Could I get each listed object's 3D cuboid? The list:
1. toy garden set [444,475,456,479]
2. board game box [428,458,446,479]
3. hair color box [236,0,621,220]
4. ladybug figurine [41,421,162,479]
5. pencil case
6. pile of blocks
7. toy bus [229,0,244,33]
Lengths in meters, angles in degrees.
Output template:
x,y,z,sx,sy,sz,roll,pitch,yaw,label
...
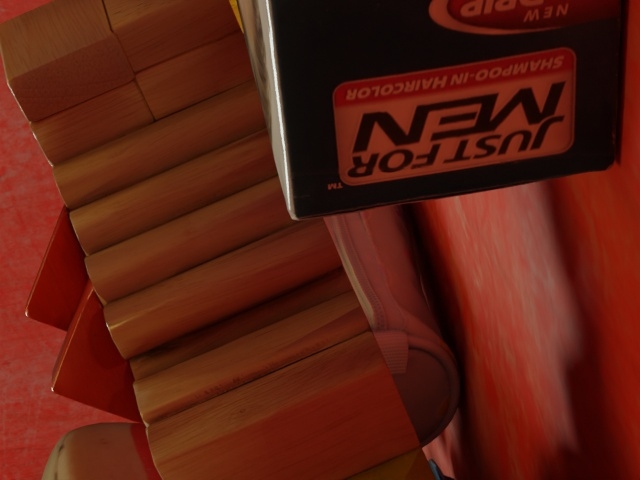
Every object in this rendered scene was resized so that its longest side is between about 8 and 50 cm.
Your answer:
x,y,z,sx,sy,sz,roll,pitch,yaw,label
0.023,0.222,1.083,0.203,0.049,0.244,8,116,55,toy garden set
0.089,0.161,0.707,0.133,0.033,0.169,90,159,-83,board game box
0.012,-0.193,0.472,0.174,0.105,0.347,-104,5,-48,hair color box
-0.040,0.246,0.884,0.449,0.161,0.305,-121,17,-67,ladybug figurine
0.000,0.000,1.007,0.124,0.113,0.273,-58,31,37,pencil case
-0.032,0.055,0.639,0.149,0.112,0.362,67,180,-72,pile of blocks
-0.085,-0.262,1.473,0.211,0.149,0.220,61,-167,-48,toy bus
